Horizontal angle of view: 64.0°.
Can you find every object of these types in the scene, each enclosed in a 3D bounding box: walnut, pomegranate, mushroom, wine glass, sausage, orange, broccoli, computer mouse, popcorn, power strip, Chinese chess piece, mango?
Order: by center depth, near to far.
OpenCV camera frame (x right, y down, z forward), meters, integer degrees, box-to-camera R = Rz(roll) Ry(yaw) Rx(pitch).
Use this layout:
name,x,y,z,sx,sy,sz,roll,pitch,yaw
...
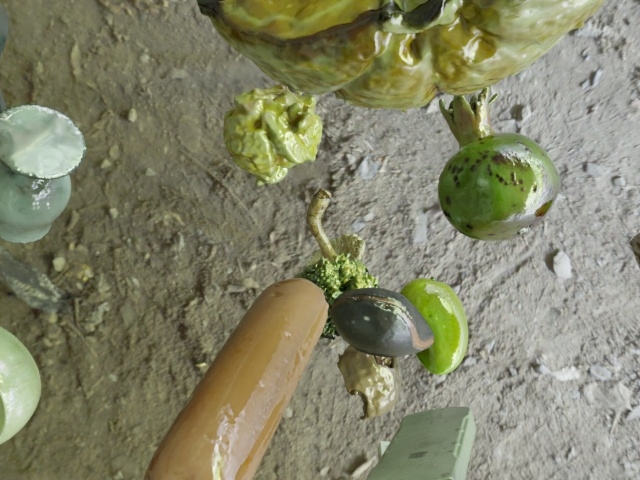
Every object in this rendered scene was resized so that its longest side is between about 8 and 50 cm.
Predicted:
name,x,y,z,sx,sy,sz,roll,pitch,yaw
orange,0.090,-0.249,0.473,0.369,0.210,0.270,-11,69,18
power strip,0.101,0.207,0.492,0.080,0.227,0.029,-16,84,20
sausage,-0.066,0.134,0.497,0.086,0.289,0.086,10,126,15
Chinese chess piece,-0.373,0.153,0.545,0.144,0.058,0.144,3,109,8
wine glass,-0.340,-0.066,0.597,0.202,0.093,0.092,-35,83,51
popcorn,-0.084,-0.201,0.946,0.188,0.185,0.167,-24,94,4
pomegranate,0.340,-0.141,0.987,0.231,0.231,0.285,-4,81,21
computer mouse,0.136,0.197,1.123,0.183,0.323,0.116,-3,65,28
broccoli,0.019,0.107,1.341,0.243,0.273,0.180,-18,125,42
walnut,0.150,0.375,1.379,0.141,0.238,0.203,-12,78,20
mango,0.323,0.234,1.451,0.186,0.149,0.272,-21,72,-17
mushroom,0.014,0.002,1.644,0.233,0.208,0.301,-22,89,20

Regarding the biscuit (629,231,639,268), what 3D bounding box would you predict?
name,x,y,z,sx,sy,sz,roll,pitch,yaw
biscuit,0.795,0.121,1.094,0.046,0.359,0.359,-32,85,13

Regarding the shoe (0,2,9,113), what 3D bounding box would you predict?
name,x,y,z,sx,sy,sz,roll,pitch,yaw
shoe,-0.383,-0.221,0.528,0.108,0.093,0.241,12,146,-11

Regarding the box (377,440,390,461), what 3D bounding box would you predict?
name,x,y,z,sx,sy,sz,roll,pitch,yaw
box,0.120,0.298,0.679,0.083,0.054,0.024,6,123,-4
